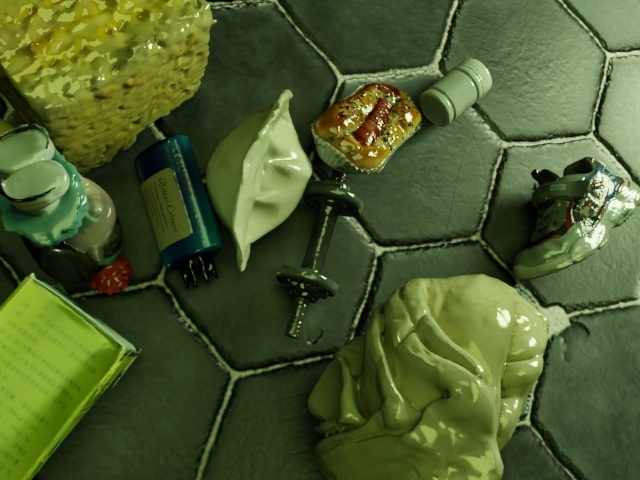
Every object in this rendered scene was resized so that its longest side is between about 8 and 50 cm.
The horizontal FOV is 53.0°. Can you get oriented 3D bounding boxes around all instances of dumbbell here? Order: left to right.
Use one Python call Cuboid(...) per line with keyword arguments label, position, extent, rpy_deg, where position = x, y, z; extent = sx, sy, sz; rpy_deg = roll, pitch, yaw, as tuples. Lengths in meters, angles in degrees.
Cuboid(label="dumbbell", position=(0.000, 0.000, 0.809), extent=(0.082, 0.081, 0.254), rpy_deg=(18, 75, -6))

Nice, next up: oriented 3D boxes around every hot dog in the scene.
Cuboid(label="hot dog", position=(0.062, -0.151, 0.836), extent=(0.108, 0.059, 0.191), rpy_deg=(39, 46, 6))

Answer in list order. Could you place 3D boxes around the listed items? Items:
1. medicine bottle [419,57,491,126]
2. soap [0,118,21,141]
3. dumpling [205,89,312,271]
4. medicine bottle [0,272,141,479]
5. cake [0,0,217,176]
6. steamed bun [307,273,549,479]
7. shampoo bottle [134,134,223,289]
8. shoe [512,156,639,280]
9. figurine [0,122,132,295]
Cuboid(label="medicine bottle", position=(0.190, -0.208, 0.903), extent=(0.091, 0.058, 0.058), rpy_deg=(-40, 87, -16))
Cuboid(label="soap", position=(-0.443, -0.131, 0.782), extent=(0.168, 0.033, 0.089), rpy_deg=(33, 72, -2))
Cuboid(label="dumpling", position=(-0.074, -0.086, 0.770), extent=(0.126, 0.166, 0.216), rpy_deg=(40, 81, -1))
Cuboid(label="medicine bottle", position=(-0.325, 0.173, 0.680), extent=(0.141, 0.137, 0.250), rpy_deg=(37, 75, -1))
Cuboid(label="cake", position=(-0.299, -0.260, 0.740), extent=(0.222, 0.227, 0.286), rpy_deg=(-40, 89, -20))
Cuboid(label="steamed bun", position=(0.106, 0.164, 0.709), extent=(0.203, 0.276, 0.289), rpy_deg=(29, 98, 9))
Cuboid(label="shampoo bottle", position=(-0.172, -0.031, 0.789), extent=(0.087, 0.050, 0.183), rpy_deg=(-24, 80, 26))
Cuboid(label="shoe", position=(0.329, -0.044, 0.867), extent=(0.227, 0.099, 0.125), rpy_deg=(-37, 94, -21))
Cuboid(label="figurine", position=(-0.276, -0.022, 0.682), extent=(0.110, 0.245, 0.138), rpy_deg=(-27, 77, -13))
